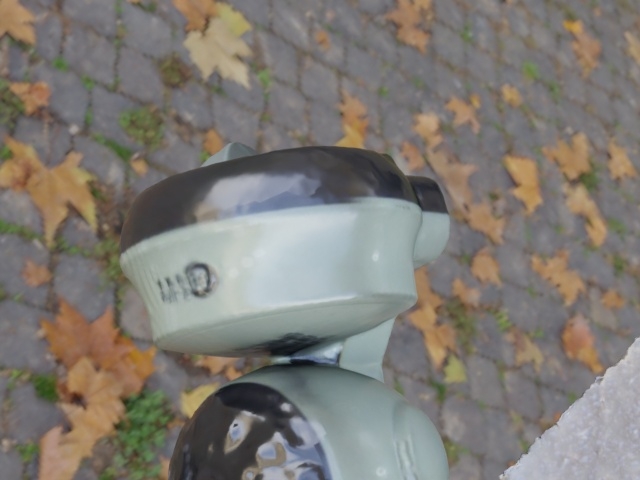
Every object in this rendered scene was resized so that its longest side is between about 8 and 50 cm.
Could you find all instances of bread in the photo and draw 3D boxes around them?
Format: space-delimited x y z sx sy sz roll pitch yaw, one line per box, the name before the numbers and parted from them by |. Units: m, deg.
bread | 0.310 0.190 1.120 0.183 0.337 0.102 46 -3 13

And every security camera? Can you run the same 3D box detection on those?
security camera | -0.016 0.096 0.778 0.191 0.197 0.277 2 75 -52

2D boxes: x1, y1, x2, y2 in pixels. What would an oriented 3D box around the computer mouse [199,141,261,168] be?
computer mouse | -0.071 -0.027 1.277 0.128 0.079 0.231 35 13 -15
